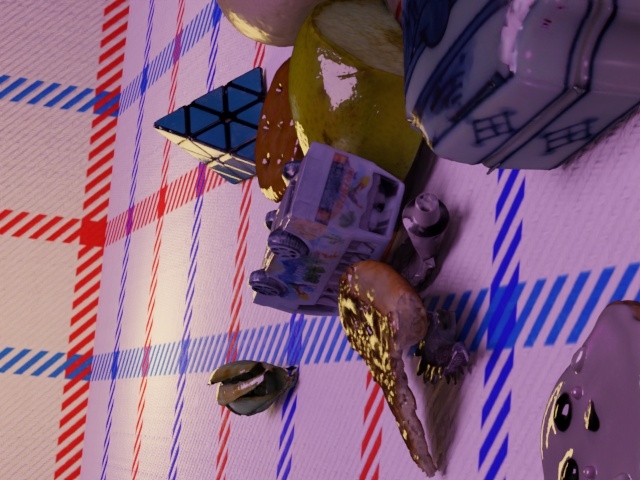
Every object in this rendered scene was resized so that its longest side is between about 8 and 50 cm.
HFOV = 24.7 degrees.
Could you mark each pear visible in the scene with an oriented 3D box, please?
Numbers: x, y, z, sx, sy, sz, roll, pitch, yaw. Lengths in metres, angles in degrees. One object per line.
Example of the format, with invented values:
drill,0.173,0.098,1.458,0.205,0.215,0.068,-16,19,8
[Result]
pear,0.026,-0.147,1.759,0.288,0.139,0.239,-109,24,-57

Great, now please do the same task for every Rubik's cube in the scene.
Rubik's cube,-0.191,-0.155,2.387,0.190,0.178,0.211,113,158,-47

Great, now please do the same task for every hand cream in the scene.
hand cream,0.097,0.018,1.643,0.257,0.050,0.084,110,161,-58

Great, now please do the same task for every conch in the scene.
conch,-0.102,0.202,2.084,0.170,0.105,0.079,144,126,-60

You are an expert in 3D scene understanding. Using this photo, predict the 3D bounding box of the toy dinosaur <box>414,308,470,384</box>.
toy dinosaur,0.126,0.111,1.519,0.209,0.039,0.082,178,90,-83

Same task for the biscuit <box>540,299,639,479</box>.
biscuit,0.231,0.156,1.183,0.208,0.049,0.181,117,154,-42

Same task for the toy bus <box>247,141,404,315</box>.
toy bus,0.000,0.000,1.721,0.330,0.136,0.109,117,168,-69

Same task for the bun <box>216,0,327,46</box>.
bun,-0.052,-0.438,1.888,0.361,0.213,0.361,-167,90,-87

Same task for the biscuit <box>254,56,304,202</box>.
biscuit,-0.034,-0.162,2.080,0.220,0.066,0.220,-172,90,-71

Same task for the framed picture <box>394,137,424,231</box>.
framed picture,0.079,-0.142,1.811,0.250,0.016,0.184,-120,41,-63

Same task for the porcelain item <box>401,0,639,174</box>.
porcelain item,0.181,-0.221,1.305,0.281,0.157,0.286,140,132,-62

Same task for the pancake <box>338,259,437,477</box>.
pancake,0.084,0.134,1.572,0.266,0.057,0.244,117,133,-78
